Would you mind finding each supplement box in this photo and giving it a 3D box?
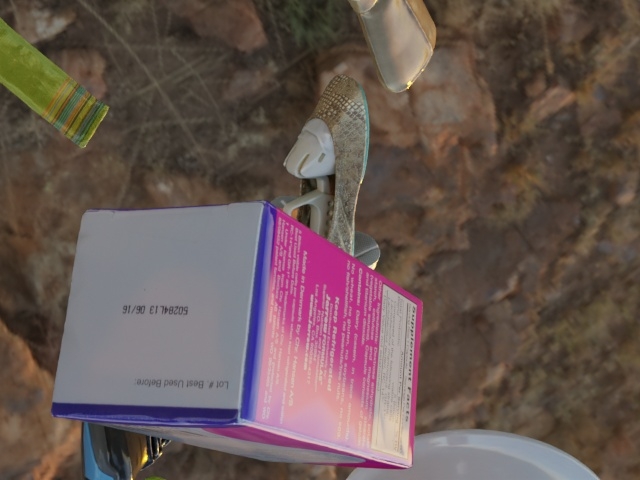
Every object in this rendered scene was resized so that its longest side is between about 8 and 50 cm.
[{"bbox_3d":[-0.033,0.063,0.637,0.111,0.114,0.220,-2,162,25],"label":"supplement box"}]

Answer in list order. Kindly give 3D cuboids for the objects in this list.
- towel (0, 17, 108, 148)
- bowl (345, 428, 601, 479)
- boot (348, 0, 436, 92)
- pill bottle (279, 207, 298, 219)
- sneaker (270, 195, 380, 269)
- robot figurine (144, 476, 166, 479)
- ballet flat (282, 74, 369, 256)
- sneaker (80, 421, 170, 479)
[{"bbox_3d":[-0.455,-0.257,1.837,0.237,0.102,0.021,41,135,-25],"label":"towel"},{"bbox_3d":[0.150,0.334,1.096,0.298,0.134,0.298,3,125,5],"label":"bowl"},{"bbox_3d":[0.120,-0.383,1.659,0.236,0.089,0.269,-53,148,-9],"label":"boot"},{"bbox_3d":[-0.039,0.092,1.174,0.130,0.245,0.130,-6,173,-1],"label":"pill bottle"},{"bbox_3d":[0.000,0.000,1.367,0.053,0.152,0.061,-54,167,-21],"label":"sneaker"},{"bbox_3d":[-0.273,0.411,1.744,0.115,0.067,0.101,-38,-178,1],"label":"robot figurine"},{"bbox_3d":[0.000,-0.046,1.019,0.067,0.073,0.206,-7,107,-35],"label":"ballet flat"},{"bbox_3d":[-0.217,0.210,1.405,0.140,0.341,0.125,7,110,-3],"label":"sneaker"}]
